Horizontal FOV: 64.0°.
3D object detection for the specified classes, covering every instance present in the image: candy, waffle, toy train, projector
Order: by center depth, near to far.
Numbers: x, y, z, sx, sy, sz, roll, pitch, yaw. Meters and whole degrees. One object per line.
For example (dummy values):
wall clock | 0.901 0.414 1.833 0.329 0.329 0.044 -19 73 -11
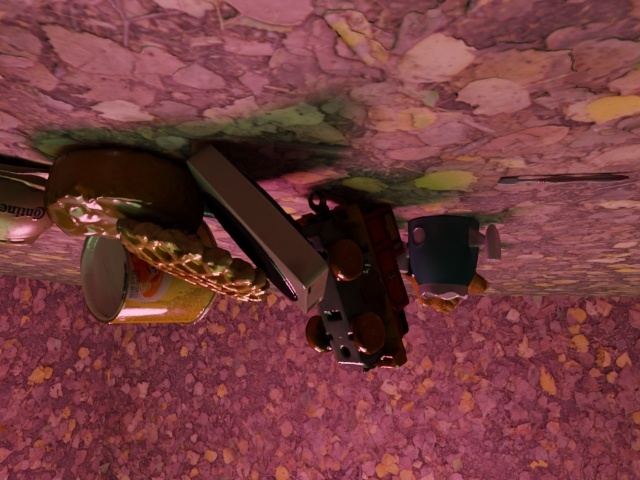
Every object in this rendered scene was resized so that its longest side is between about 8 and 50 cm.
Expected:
projector | -0.089 -0.011 0.826 0.259 0.079 0.257 45 167 11
waffle | -0.210 0.039 0.857 0.261 0.056 0.250 21 165 6
candy | -0.325 -0.067 0.865 0.259 0.118 0.260 1 167 0
toy train | 0.070 0.072 1.013 0.231 0.369 0.163 -24 -171 -41

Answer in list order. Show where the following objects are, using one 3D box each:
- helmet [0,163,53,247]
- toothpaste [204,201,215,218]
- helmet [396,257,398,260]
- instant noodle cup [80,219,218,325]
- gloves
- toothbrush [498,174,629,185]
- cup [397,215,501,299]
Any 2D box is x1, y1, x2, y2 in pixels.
helmet | -0.556 -0.055 0.917 0.257 0.137 0.204 7 168 -23
toothpaste | -0.262 -0.069 1.058 0.197 0.035 0.057 10 151 -27
helmet | 0.097 0.046 1.216 0.153 0.107 0.177 -28 164 1
instant noodle cup | -0.371 0.062 1.088 0.264 0.264 0.200 -7 175 42
gloves | 0.340 0.087 1.417 0.203 0.155 0.356 -11 148 27
toothbrush | 0.387 -0.097 0.823 0.193 0.013 0.019 -1 175 16
cup | 0.278 0.045 1.164 0.167 0.173 0.299 11 167 -33
